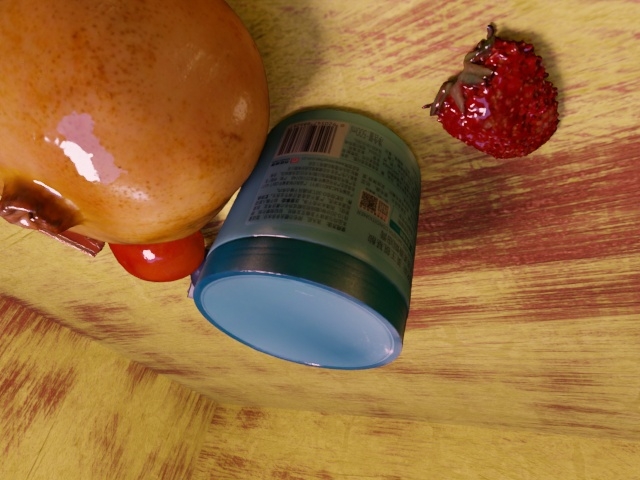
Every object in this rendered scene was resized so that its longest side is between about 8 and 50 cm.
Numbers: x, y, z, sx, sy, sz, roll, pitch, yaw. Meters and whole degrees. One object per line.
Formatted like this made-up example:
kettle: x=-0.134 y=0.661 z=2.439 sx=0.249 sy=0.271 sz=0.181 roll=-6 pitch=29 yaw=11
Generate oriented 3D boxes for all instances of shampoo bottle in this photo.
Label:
shampoo bottle: x=0.000 y=0.000 z=0.723 sx=0.330 sy=0.343 sz=0.331 roll=11 pitch=147 yaw=7

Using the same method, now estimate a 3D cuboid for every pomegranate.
pomegranate: x=-0.279 y=-0.169 z=0.565 sx=0.416 sy=0.417 sz=0.417 roll=11 pitch=146 yaw=7

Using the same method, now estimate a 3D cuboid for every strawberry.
strawberry: x=0.267 y=-0.179 z=0.586 sx=0.207 sy=0.087 sz=0.167 roll=23 pitch=144 yaw=-13

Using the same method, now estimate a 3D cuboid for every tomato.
tomato: x=-0.405 y=-0.002 z=1.004 sx=0.259 sy=0.180 sz=0.260 roll=27 pitch=140 yaw=25

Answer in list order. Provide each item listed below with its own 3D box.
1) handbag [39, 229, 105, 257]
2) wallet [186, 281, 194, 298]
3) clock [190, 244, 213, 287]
handbag: x=-0.660 y=-0.054 z=1.112 sx=0.190 sy=0.127 sz=0.062 roll=34 pitch=144 yaw=-24
wallet: x=-0.298 y=0.150 z=1.309 sx=0.230 sy=0.069 sz=0.170 roll=19 pitch=129 yaw=-11
clock: x=-0.235 y=0.085 z=1.128 sx=0.243 sy=0.147 sz=0.200 roll=2 pitch=150 yaw=7
